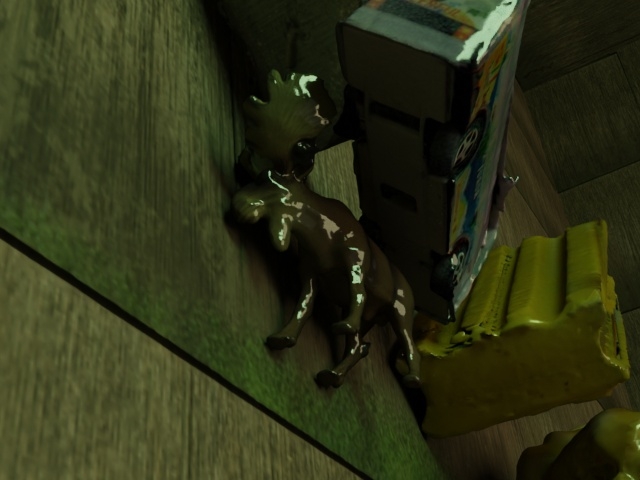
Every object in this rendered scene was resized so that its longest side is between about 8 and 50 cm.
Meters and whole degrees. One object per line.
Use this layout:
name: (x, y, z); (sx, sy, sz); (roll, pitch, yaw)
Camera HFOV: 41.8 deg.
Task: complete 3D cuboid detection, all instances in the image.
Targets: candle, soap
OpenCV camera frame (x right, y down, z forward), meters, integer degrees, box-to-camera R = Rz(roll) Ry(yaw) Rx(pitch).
candle: (-0.001, -0.172, 0.665); (0.068, 0.168, 0.192); (-28, 100, -36)
soap: (0.208, 0.078, 0.867); (0.096, 0.204, 0.324); (68, 21, -7)

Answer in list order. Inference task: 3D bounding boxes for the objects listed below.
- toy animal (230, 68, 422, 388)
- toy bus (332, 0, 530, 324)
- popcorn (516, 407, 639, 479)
toy animal: (0.000, 0.000, 0.617); (0.214, 0.093, 0.186); (46, 39, -43)
toy bus: (0.094, -0.068, 0.679); (0.138, 0.112, 0.317); (-49, 154, -25)
popcorn: (0.307, 0.311, 0.772); (0.381, 0.349, 0.349); (-9, 73, -29)
